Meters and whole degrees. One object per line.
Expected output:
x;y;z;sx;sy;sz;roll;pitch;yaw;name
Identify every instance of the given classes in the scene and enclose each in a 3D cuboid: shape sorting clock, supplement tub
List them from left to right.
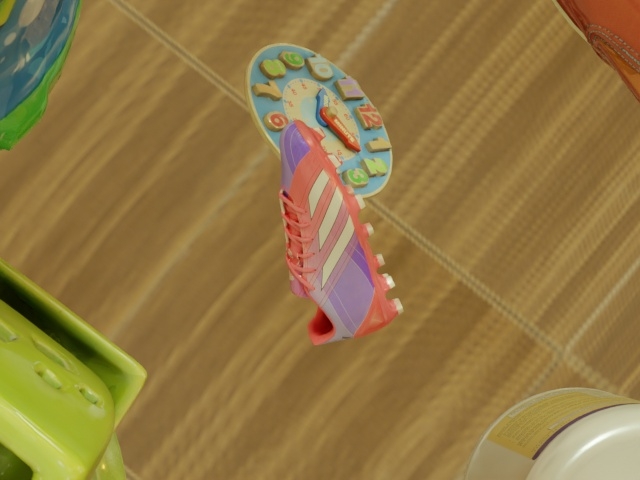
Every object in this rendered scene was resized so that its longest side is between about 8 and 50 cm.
0.001;-0.135;1.906;0.040;0.206;0.206;-38;73;33;shape sorting clock
0.276;0.272;1.717;0.241;0.331;0.241;0;89;-8;supplement tub

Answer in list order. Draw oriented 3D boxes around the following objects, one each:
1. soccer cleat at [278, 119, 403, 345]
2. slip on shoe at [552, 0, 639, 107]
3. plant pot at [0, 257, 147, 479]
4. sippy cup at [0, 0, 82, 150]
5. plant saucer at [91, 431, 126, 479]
0.000;0.000;1.538;0.095;0.248;0.083;-25;42;-1;soccer cleat
0.202;-0.118;0.938;0.123;0.101;0.331;-27;85;8;slip on shoe
-0.231;0.101;0.858;0.228;0.207;0.227;36;105;2;plant pot
-0.182;-0.159;0.629;0.240;0.224;0.305;34;59;-2;sippy cup
-0.260;0.287;1.895;0.037;0.241;0.241;-8;77;7;plant saucer
